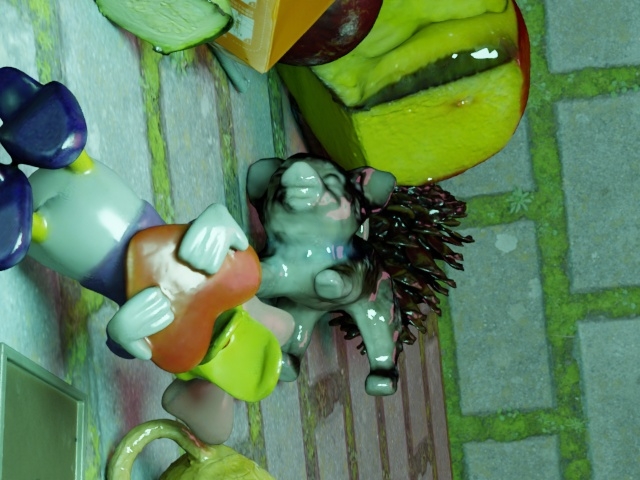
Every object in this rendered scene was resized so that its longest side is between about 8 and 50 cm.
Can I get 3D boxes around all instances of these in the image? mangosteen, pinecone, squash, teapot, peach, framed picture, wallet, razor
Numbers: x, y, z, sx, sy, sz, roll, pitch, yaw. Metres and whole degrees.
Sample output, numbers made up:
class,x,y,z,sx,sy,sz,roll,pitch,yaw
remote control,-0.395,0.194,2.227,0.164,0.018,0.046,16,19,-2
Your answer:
class,x,y,z,sx,sy,sz,roll,pitch,yaw
mangosteen,-0.037,-0.327,1.916,0.257,0.215,0.215,-1,85,-59
pinecone,0.103,0.034,2.336,0.246,0.246,0.292,16,88,-77
squash,-0.177,-0.333,1.482,0.137,0.137,0.287,13,63,-77
teapot,-0.099,0.298,1.442,0.167,0.203,0.311,-47,120,-17
peach,0.126,-0.236,2.089,0.380,0.306,0.242,43,-12,45
framed picture,-0.223,0.221,1.202,0.184,0.016,0.250,53,34,-68
wallet,-0.001,-0.189,2.366,0.230,0.042,0.124,60,29,-58
razor,-0.121,-0.237,1.864,0.211,0.036,0.084,71,-2,-63

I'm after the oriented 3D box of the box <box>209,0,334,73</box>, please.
class,x,y,z,sx,sy,sz,roll,pitch,yaw
box,-0.034,-0.373,1.621,0.225,0.143,0.341,-49,164,-31

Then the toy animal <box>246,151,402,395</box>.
class,x,y,z,sx,sy,sz,roll,pitch,yaw
toy animal,0.000,0.000,1.957,0.344,0.194,0.303,72,23,-55

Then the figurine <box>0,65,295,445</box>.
class,x,y,z,sx,sy,sz,roll,pitch,yaw
figurine,-0.147,0.031,1.242,0.421,0.193,0.154,44,74,-38
